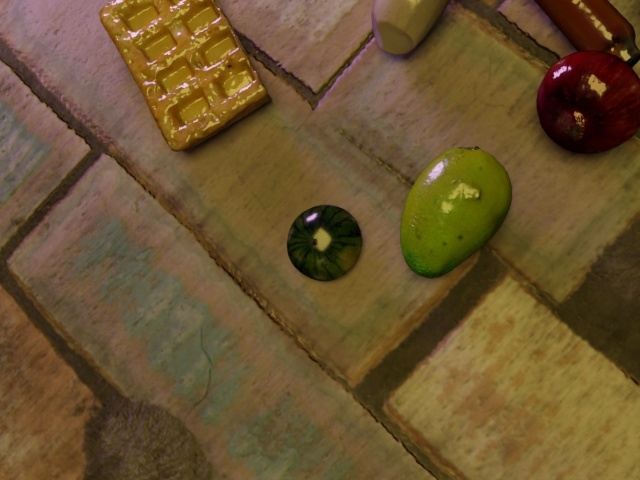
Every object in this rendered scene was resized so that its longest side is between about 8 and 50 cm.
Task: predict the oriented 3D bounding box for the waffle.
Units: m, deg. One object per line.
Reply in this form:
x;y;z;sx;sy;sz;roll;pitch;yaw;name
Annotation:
-0.197;-0.271;1.095;0.168;0.057;0.274;-32;74;7;waffle

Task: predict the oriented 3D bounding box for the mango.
0.166;-0.034;0.946;0.119;0.100;0.178;32;96;14;mango

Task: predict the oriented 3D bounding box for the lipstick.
0.272;-0.384;0.996;0.077;0.077;0.418;-36;76;5;lipstick

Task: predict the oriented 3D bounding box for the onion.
0.331;-0.167;0.919;0.131;0.131;0.131;-2;80;13;onion

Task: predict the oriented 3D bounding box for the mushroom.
0.140;-0.346;0.997;0.088;0.097;0.212;32;112;-17;mushroom

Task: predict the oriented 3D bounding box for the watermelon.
0.000;0.000;0.997;0.105;0.062;0.105;-4;78;18;watermelon
